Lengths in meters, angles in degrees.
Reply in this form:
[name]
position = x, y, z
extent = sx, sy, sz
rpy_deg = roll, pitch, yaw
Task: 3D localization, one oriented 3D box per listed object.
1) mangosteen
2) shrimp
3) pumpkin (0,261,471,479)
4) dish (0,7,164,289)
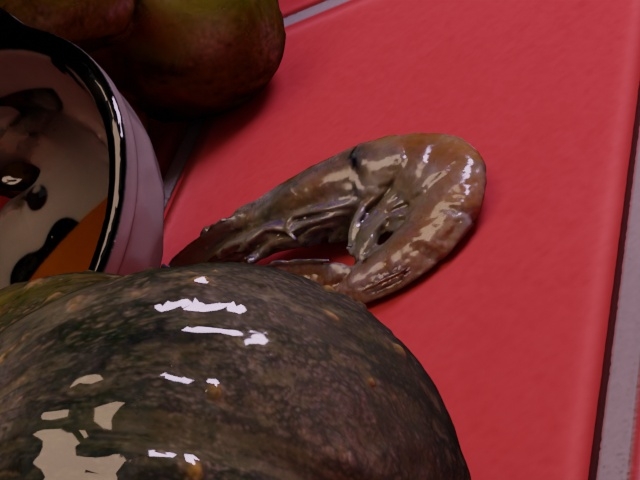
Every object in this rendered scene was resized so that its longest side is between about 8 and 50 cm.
[mangosteen]
position = -0.226, -0.238, 1.340
extent = 0.381, 0.381, 0.421
rpy_deg = -38, 41, -6
[shrimp]
position = 0.000, 0.000, 1.057
extent = 0.223, 0.047, 0.126
rpy_deg = -21, 41, 23
[pumpkin]
position = -0.098, 0.143, 0.709
extent = 0.327, 0.257, 0.291
rpy_deg = 6, 61, 46
[dish]
position = -0.200, 0.007, 1.120
extent = 0.303, 0.120, 0.303
rpy_deg = -16, 61, 31
